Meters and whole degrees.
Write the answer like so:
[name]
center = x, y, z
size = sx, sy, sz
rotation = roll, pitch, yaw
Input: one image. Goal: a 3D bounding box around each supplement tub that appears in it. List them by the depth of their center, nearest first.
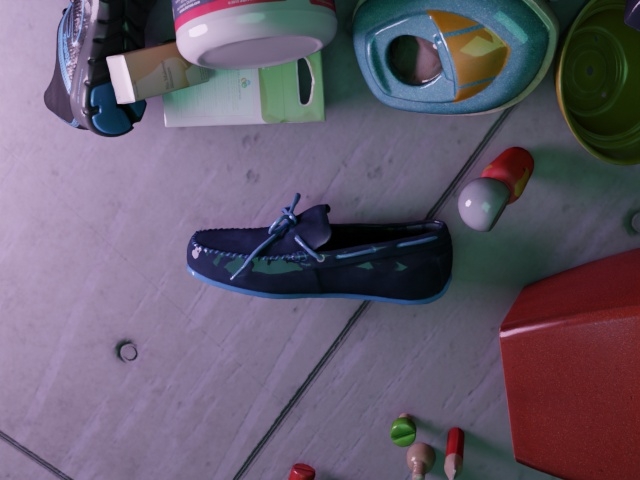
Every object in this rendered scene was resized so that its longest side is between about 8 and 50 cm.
[supplement tub]
center = -0.089, -0.351, 1.513
size = 0.191, 0.191, 0.272
rotation = -8, 85, 9

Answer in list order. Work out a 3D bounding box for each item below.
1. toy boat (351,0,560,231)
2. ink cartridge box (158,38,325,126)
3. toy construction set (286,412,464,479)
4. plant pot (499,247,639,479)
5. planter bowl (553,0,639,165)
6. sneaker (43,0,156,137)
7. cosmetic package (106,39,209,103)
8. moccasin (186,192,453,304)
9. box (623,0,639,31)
[toy boat]
center = 0.175, -0.173, 1.552
size = 0.267, 0.148, 0.318
rotation = -7, 116, 37
[ink cartridge box]
center = -0.096, -0.205, 1.646
size = 0.209, 0.062, 0.109
rotation = -1, 103, 7
[toy construction set]
center = 0.071, 0.389, 1.692
size = 0.257, 0.237, 0.309
rotation = 38, 106, -4
[plant pot]
center = 0.359, 0.161, 1.596
size = 0.236, 0.267, 0.267
rotation = -4, 104, 20
[planter bowl]
center = 0.349, -0.203, 1.558
size = 0.217, 0.090, 0.217
rotation = -6, 102, -27
[sneaker]
center = -0.269, -0.305, 1.607
size = 0.140, 0.125, 0.341
rotation = 15, 89, 44
[cosmetic package]
center = -0.196, -0.207, 1.567
size = 0.041, 0.115, 0.060
rotation = 2, 110, 49
[moccasin]
center = 0.000, 0.000, 1.663
size = 0.342, 0.138, 0.117
rotation = 2, 119, -6
[box]
center = 0.562, -0.316, 1.395
size = 0.343, 0.179, 0.312
rotation = 25, 137, -5
